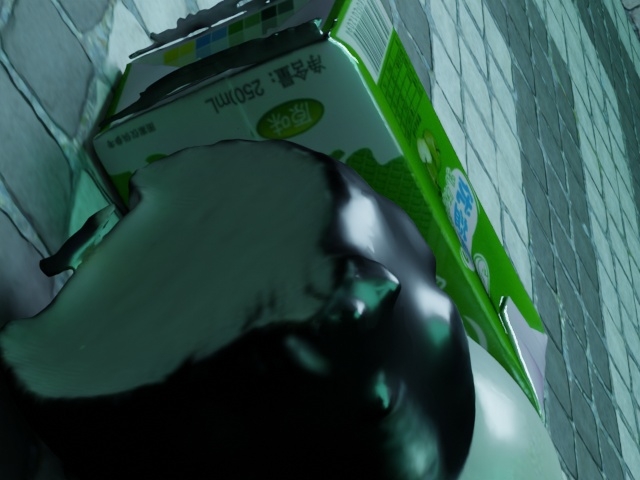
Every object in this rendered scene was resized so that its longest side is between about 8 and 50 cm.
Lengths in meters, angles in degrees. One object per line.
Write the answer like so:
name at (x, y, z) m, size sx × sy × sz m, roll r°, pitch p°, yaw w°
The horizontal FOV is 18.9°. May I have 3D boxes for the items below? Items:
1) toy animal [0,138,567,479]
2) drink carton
toy animal at (-0.011, 0.094, 0.877) m, size 0.212 × 0.212 × 0.267 m, roll -88°, pitch 156°, yaw -49°
drink carton at (0.000, 0.000, 1.059) m, size 0.271 × 0.161 × 0.108 m, roll 61°, pitch 20°, yaw -21°
